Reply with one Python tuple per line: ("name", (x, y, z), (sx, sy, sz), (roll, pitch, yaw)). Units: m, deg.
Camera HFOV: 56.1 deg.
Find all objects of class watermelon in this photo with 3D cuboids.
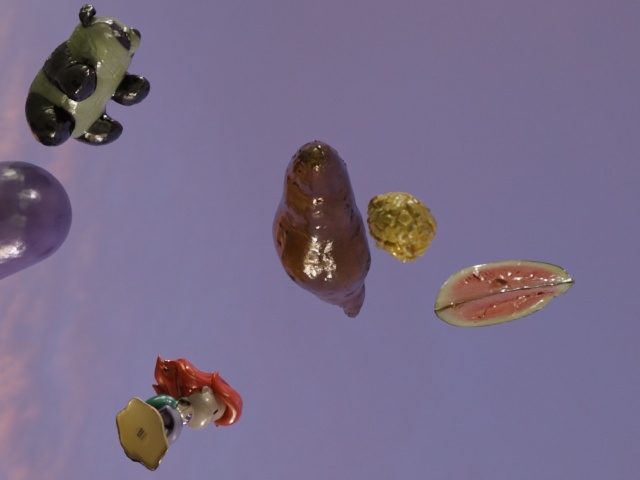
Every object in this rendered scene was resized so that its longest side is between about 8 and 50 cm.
("watermelon", (0.404, 0.138, 1.370), (0.303, 0.159, 0.128), (-12, -71, 4))

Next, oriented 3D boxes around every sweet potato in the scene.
("sweet potato", (0.000, 0.001, 0.687), (0.112, 0.359, 0.112), (-7, -125, 10))

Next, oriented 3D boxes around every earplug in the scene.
("earplug", (-0.623, 0.009, 0.979), (0.456, 0.215, 0.215), (-20, -110, 5))

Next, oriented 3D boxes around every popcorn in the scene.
("popcorn", (0.186, -0.037, 1.389), (0.170, 0.180, 0.180), (-21, -109, 39))

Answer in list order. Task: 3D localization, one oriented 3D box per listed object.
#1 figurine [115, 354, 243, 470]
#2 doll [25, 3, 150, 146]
("figurine", (-0.317, 0.371, 1.363), (0.208, 0.257, 0.181), (9, -75, 31))
("doll", (-0.371, -0.248, 0.943), (0.234, 0.143, 0.135), (-42, -103, 26))
